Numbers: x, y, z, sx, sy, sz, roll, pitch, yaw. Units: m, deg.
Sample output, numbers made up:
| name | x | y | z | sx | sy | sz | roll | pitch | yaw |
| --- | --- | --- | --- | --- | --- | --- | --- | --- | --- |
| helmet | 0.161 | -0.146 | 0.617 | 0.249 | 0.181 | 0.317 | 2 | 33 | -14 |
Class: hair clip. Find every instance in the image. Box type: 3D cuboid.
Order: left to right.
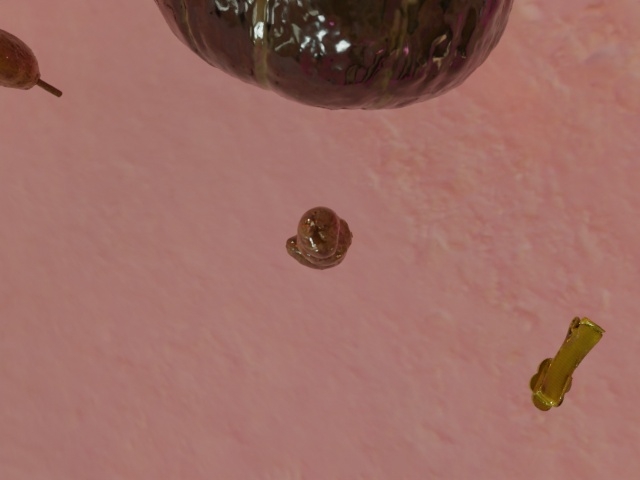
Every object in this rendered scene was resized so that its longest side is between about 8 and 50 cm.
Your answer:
| name | x | y | z | sx | sy | sz | roll | pitch | yaw |
| --- | --- | --- | --- | --- | --- | --- | --- | --- | --- |
| hair clip | 0.404 | 0.207 | 1.610 | 0.072 | 0.046 | 0.173 | 34 | 83 | -9 |

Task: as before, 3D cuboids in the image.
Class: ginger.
| name | x | y | z | sx | sy | sz | roll | pitch | yaw |
| --- | --- | --- | --- | --- | --- | --- | --- | --- | --- |
| ginger | 0.000 | 0.000 | 1.503 | 0.104 | 0.204 | 0.080 | -2 | 80 | -5 |

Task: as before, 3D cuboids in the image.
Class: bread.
| name | x | y | z | sx | sy | sz | roll | pitch | yaw |
| --- | --- | --- | --- | --- | --- | --- | --- | --- | --- |
| bread | -0.527 | -0.296 | 1.397 | 0.344 | 0.124 | 0.083 | 26 | 79 | -37 |

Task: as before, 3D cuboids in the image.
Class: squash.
| name | x | y | z | sx | sy | sz | roll | pitch | yaw |
| --- | --- | --- | --- | --- | --- | --- | --- | --- | --- |
| squash | 0.010 | -0.193 | 0.649 | 0.252 | 0.252 | 0.165 | -2 | 130 | -19 |
